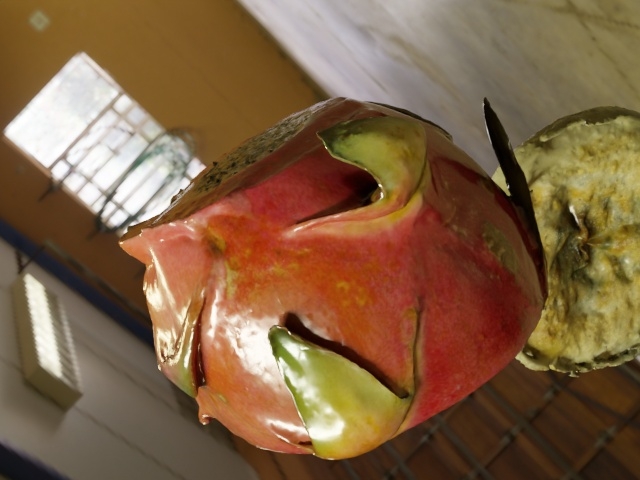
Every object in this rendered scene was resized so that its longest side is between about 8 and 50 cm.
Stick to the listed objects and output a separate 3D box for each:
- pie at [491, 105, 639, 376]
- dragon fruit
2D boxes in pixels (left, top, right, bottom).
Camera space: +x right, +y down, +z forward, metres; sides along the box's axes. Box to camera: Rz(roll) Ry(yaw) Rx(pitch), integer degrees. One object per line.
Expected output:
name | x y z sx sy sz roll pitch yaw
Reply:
pie | 0.267 0.004 0.976 0.274 0.274 0.055 43 171 -26
dragon fruit | 0.000 0.000 0.704 0.189 0.291 0.290 65 174 -20
